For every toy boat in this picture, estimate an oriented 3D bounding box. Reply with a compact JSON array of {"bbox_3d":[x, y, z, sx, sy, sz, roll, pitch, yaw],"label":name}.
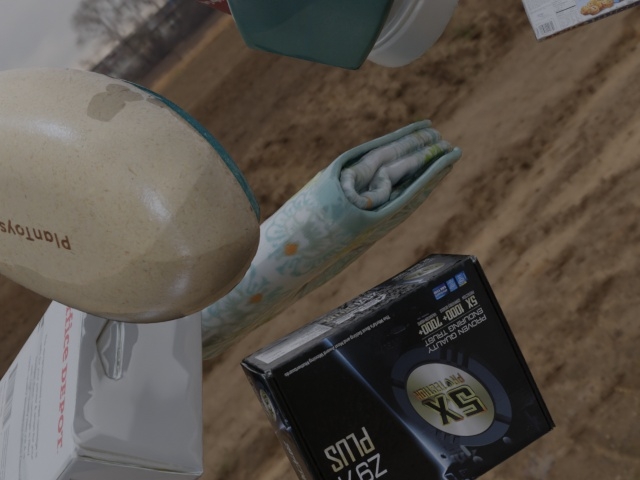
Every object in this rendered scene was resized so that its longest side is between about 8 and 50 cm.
[{"bbox_3d":[-0.150,-0.093,0.691,0.268,0.318,0.148,17,37,25],"label":"toy boat"}]

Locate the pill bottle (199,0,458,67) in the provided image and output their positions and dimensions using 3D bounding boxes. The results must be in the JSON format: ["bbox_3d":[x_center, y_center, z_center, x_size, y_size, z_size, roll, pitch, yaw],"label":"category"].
[{"bbox_3d":[-0.035,-0.355,1.170,0.224,0.392,0.224,-28,54,47],"label":"pill bottle"}]

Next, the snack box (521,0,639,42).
[{"bbox_3d":[0.344,-0.308,1.238,0.178,0.064,0.022,-20,-10,9],"label":"snack box"}]

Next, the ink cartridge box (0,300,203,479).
[{"bbox_3d":[-0.223,0.179,0.943,0.289,0.122,0.211,-47,37,41],"label":"ink cartridge box"}]

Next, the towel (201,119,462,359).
[{"bbox_3d":[0.000,0.000,1.216,0.320,0.090,0.374,-43,-7,29],"label":"towel"}]

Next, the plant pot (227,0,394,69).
[{"bbox_3d":[0.006,-0.268,0.813,0.234,0.166,0.165,96,-172,-50],"label":"plant pot"}]

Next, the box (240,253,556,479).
[{"bbox_3d":[0.056,0.114,0.734,0.180,0.147,0.077,-27,8,-16],"label":"box"}]
